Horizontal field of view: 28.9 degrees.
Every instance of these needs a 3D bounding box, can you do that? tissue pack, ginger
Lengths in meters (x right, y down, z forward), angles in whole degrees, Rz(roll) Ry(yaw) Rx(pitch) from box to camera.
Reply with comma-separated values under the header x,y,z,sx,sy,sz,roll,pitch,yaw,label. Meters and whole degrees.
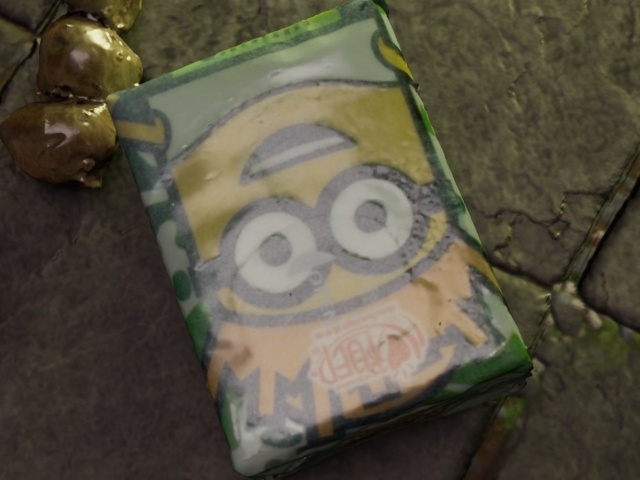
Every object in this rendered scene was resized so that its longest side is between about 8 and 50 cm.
x,y,z,sx,sy,sz,roll,pitch,yaw,label
0.000,0.000,0.939,0.228,0.128,0.311,-21,73,0,tissue pack
-0.196,-0.144,1.021,0.104,0.080,0.204,13,78,14,ginger
